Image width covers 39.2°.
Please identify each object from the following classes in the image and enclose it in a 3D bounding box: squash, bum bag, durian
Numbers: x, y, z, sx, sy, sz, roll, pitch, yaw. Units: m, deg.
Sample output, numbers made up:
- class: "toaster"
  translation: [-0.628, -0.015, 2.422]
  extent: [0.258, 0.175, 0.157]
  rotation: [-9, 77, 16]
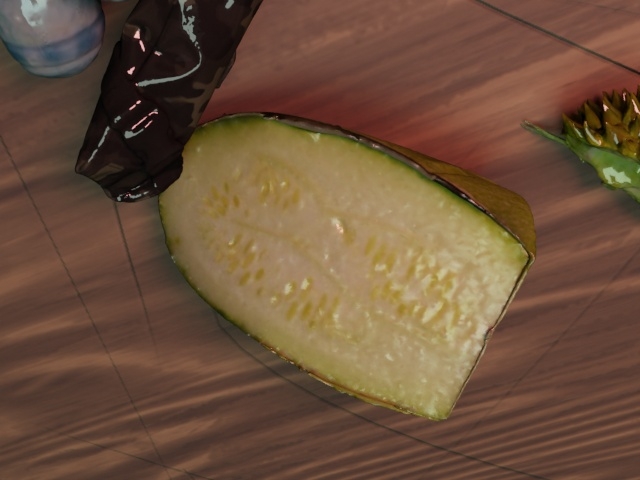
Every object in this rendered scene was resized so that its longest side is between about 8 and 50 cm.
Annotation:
- class: "squash"
  translation: [0.000, 0.000, 0.847]
  extent: [0.308, 0.210, 0.234]
  rotation: [19, 113, -16]
- class: "bum bag"
  translation: [-0.111, -0.171, 0.746]
  extent: [0.095, 0.144, 0.341]
  rotation: [38, 113, 13]
- class: "durian"
  translation: [0.378, -0.039, 0.840]
  extent: [0.355, 0.158, 0.169]
  rotation: [28, 138, -16]

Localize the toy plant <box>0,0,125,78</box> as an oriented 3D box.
- class: "toy plant"
  translation: [-0.238, -0.270, 0.664]
  extent: [0.247, 0.247, 0.332]
  rotation: [-8, 128, 8]
